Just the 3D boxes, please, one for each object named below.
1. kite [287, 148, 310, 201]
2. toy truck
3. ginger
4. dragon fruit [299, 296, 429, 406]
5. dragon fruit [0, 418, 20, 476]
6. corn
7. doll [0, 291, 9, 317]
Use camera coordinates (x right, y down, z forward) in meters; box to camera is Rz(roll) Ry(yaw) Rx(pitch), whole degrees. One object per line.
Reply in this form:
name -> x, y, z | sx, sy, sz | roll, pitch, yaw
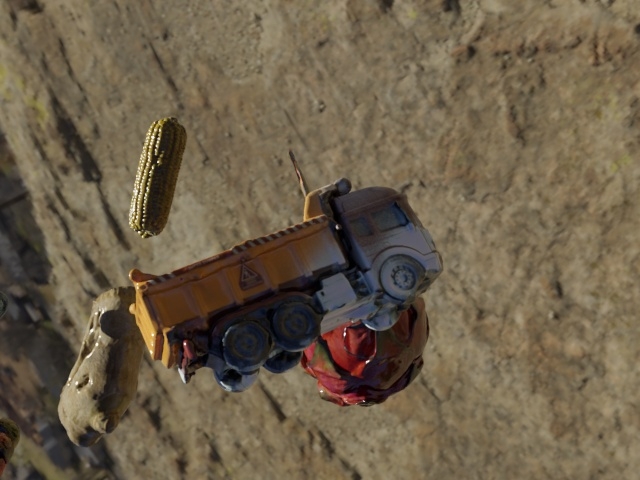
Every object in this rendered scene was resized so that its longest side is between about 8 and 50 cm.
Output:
kite -> 0.002, -0.001, 1.530 | 0.377, 0.013, 0.327 | -98, -12, -84
toy truck -> -0.029, 0.042, 0.834 | 0.135, 0.270, 0.114 | 64, 160, 15
ginger -> -0.401, 0.239, 1.712 | 0.190, 0.126, 0.354 | 43, 118, 57
dragon fruit -> 0.050, 0.105, 1.230 | 0.193, 0.192, 0.274 | 19, 131, 39
dragon fruit -> -0.535, 0.263, 1.106 | 0.243, 0.227, 0.307 | 12, 167, 31
corn -> -0.259, -0.103, 1.449 | 0.068, 0.207, 0.068 | 10, 161, 3
doll -> -0.589, 0.106, 1.610 | 0.083, 0.076, 0.050 | 42, -173, -30
